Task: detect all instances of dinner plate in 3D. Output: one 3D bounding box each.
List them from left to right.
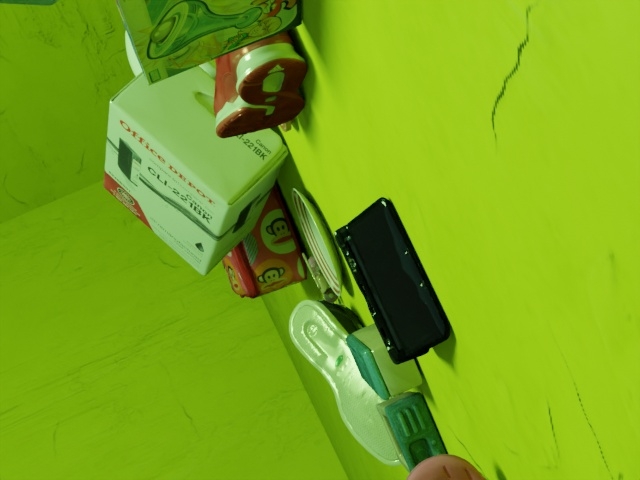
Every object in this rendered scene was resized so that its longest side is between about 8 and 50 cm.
[{"bbox_3d":[0.000,0.000,1.337,0.141,0.017,0.141,155,90,-84],"label":"dinner plate"}]

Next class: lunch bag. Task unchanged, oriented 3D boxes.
[{"bbox_3d":[-0.118,-0.045,1.738,0.293,0.120,0.258,170,81,-82],"label":"lunch bag"}]

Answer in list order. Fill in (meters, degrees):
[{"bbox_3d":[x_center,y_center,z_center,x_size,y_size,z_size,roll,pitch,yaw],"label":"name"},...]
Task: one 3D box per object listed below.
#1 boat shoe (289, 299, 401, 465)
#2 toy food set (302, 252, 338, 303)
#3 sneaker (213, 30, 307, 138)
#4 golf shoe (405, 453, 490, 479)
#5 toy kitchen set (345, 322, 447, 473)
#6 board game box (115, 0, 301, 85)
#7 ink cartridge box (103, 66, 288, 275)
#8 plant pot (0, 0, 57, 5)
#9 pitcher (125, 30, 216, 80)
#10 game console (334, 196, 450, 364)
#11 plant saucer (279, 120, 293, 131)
[{"bbox_3d":[0.053,0.163,1.327,0.079,0.084,0.233,9,-142,-51],"label":"boat shoe"},{"bbox_3d":[0.007,0.058,1.487,0.078,0.019,0.122,63,-179,25],"label":"toy food set"},{"bbox_3d":[-0.067,-0.181,1.046,0.221,0.087,0.128,141,114,-71],"label":"sneaker"},{"bbox_3d":[0.141,0.319,0.936,0.140,0.115,0.306,-173,61,-86],"label":"golf shoe"},{"bbox_3d":[0.038,0.214,1.126,0.122,0.166,0.207,-165,52,-82],"label":"toy kitchen set"},{"bbox_3d":[-0.081,-0.188,0.804,0.201,0.136,0.035,89,157,-76],"label":"board game box"},{"bbox_3d":[-0.169,-0.093,1.436,0.197,0.114,0.273,41,156,4],"label":"ink cartridge box"},{"bbox_3d":[-0.325,-0.427,1.248,0.248,0.252,0.247,-21,-87,-62],"label":"plant pot"},{"bbox_3d":[-0.166,-0.224,1.496,0.207,0.125,0.178,56,159,-1],"label":"pitcher"},{"bbox_3d":[0.070,0.032,0.915,0.107,0.071,0.122,-4,-112,-65],"label":"game console"},{"bbox_3d":[-0.048,-0.156,1.185,0.083,0.013,0.084,156,90,-83],"label":"plant saucer"}]
